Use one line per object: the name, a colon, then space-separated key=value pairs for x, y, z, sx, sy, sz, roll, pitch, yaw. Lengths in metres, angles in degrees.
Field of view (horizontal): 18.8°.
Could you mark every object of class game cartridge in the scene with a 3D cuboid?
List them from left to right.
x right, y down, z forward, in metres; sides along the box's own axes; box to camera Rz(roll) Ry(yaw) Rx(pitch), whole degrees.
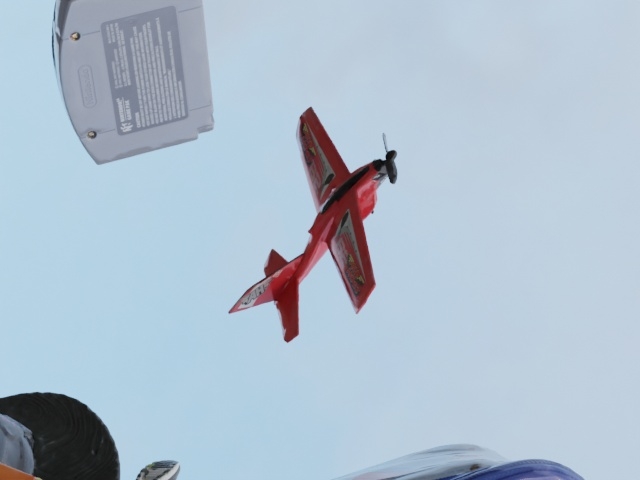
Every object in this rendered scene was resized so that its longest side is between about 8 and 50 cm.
game cartridge: x=-0.068 y=-0.064 z=0.697 sx=0.056 sy=0.083 sz=0.017 roll=-18 pitch=-130 yaw=-14

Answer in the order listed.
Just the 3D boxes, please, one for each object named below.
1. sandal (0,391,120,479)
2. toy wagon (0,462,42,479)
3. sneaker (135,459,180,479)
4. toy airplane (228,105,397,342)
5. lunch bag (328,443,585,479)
sandal: x=-0.289 y=0.200 z=1.293 sx=0.167 sy=0.446 sz=0.107 roll=35 pitch=-53 yaw=23
toy wagon: x=-0.269 y=0.161 z=1.087 sx=0.344 sy=0.267 sz=0.068 roll=4 pitch=-119 yaw=32
sneaker: x=-0.150 y=0.226 z=1.708 sx=0.031 sy=0.035 sz=0.083 roll=3 pitch=-147 yaw=34
toy airplane: x=0.000 y=0.000 z=1.122 sx=0.151 sy=0.028 sz=0.151 roll=-27 pitch=-126 yaw=45
lunch bag: x=0.033 y=0.252 z=0.829 sx=0.115 sy=0.243 sz=0.303 roll=3 pitch=-73 yaw=66
